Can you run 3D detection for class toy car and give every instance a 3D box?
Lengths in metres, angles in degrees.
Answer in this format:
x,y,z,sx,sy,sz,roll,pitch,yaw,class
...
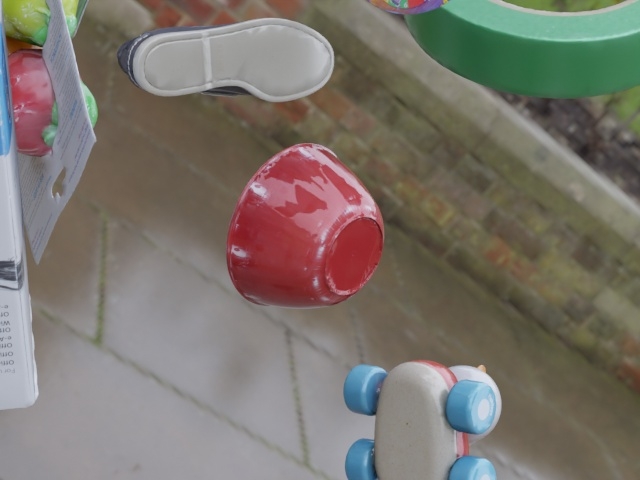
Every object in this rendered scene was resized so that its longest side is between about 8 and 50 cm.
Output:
x,y,z,sx,sy,sz,roll,pitch,yaw,class
0.189,0.265,2.081,0.219,0.210,0.238,4,8,39,toy car

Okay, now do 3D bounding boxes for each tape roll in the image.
x,y,z,sx,sy,sz,roll,pitch,yaw,class
0.249,-0.280,1.557,0.321,0.077,0.321,-1,43,1,tape roll

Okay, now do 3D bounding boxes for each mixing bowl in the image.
x,y,z,sx,sy,sz,roll,pitch,yaw,class
0.000,0.000,1.491,0.098,0.181,0.181,26,5,39,mixing bowl

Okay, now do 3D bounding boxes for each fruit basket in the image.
x,y,z,sx,sy,sz,roll,pitch,yaw,class
-0.307,-0.195,1.580,0.165,0.327,0.353,-13,71,-27,fruit basket

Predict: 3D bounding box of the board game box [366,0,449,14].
x,y,z,sx,sy,sz,roll,pitch,yaw,class
0.069,-0.281,1.260,0.133,0.169,0.033,17,21,31,board game box

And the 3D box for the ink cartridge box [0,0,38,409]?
x,y,z,sx,sy,sz,roll,pitch,yaw,class
-0.320,-0.036,1.224,0.129,0.307,0.223,-5,28,-11,ink cartridge box

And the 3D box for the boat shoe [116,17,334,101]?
x,y,z,sx,sy,sz,roll,pitch,yaw,class
-0.083,-0.163,1.278,0.206,0.075,0.065,-6,18,-34,boat shoe
